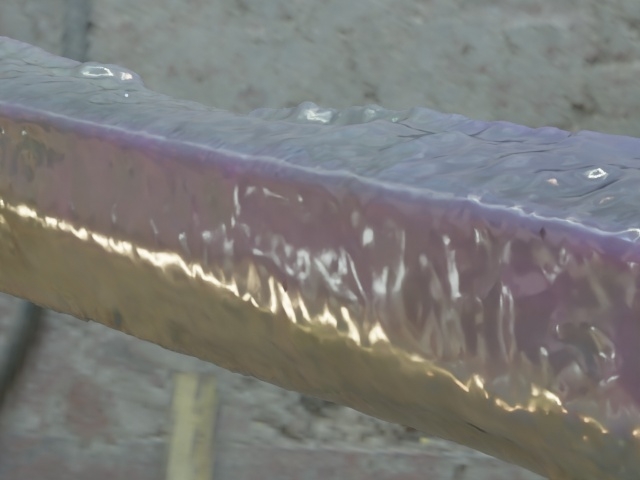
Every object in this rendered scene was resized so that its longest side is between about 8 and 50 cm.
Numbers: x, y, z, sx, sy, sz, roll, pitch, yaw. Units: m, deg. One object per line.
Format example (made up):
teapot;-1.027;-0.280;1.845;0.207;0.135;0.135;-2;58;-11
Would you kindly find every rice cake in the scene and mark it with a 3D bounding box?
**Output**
rice cake;-0.001;0.000;0.478;0.399;0.064;0.070;13;117;46
